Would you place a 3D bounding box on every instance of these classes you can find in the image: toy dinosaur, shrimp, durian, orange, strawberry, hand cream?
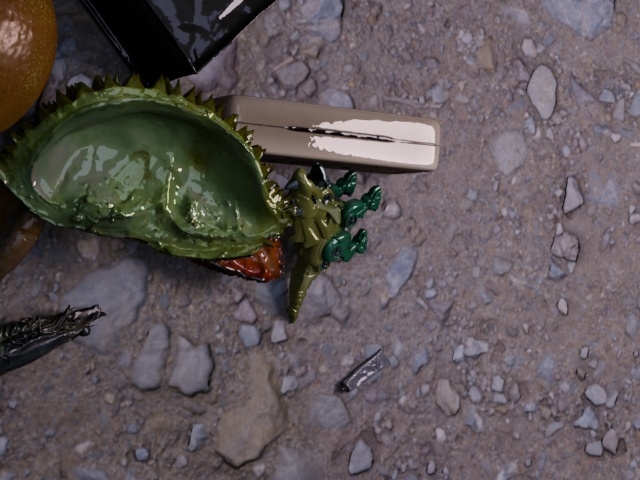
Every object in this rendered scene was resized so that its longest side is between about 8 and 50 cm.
[{"bbox_3d":[0.000,0.000,1.984,0.153,0.094,0.259,-18,128,-34],"label":"toy dinosaur"},{"bbox_3d":[-0.387,0.091,1.781,0.262,0.051,0.198,-18,139,-29],"label":"shrimp"},{"bbox_3d":[-0.209,-0.094,1.768,0.394,0.163,0.198,21,63,-13],"label":"durian"},{"bbox_3d":[-0.451,-0.241,1.676,0.274,0.274,0.274,0,91,-27],"label":"orange"},{"bbox_3d":[-0.138,-0.023,1.931,0.192,0.085,0.140,11,90,-21],"label":"strawberry"},{"bbox_3d":[0.066,0.197,2.075,0.093,0.019,0.030,-34,107,-24],"label":"hand cream"},{"bbox_3d":[-0.437,0.018,1.805,0.262,0.117,0.066,-53,148,-2],"label":"shrimp"}]

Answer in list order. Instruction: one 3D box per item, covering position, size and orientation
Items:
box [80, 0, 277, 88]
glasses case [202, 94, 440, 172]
[{"bbox_3d":[-0.207,-0.409,1.827,0.251,0.204,0.345,-44,109,-19],"label":"box"},{"bbox_3d":[-0.004,-0.145,1.968,0.336,0.144,0.076,4,88,-26],"label":"glasses case"}]
